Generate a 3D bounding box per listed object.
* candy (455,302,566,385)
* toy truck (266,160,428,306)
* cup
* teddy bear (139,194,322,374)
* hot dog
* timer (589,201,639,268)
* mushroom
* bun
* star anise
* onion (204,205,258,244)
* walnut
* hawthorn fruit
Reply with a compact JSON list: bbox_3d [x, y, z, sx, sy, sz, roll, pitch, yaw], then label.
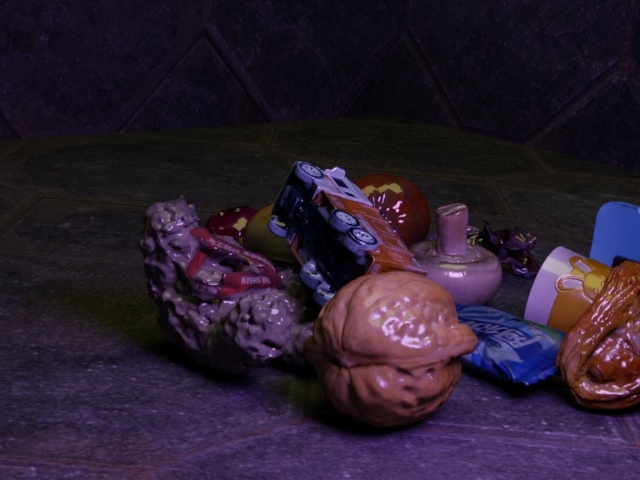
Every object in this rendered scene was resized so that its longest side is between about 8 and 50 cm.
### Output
[{"bbox_3d":[0.283,0.173,1.964,0.187,0.077,0.331,-25,28,-34],"label":"candy"},{"bbox_3d":[0.043,-0.001,1.914,0.162,0.136,0.305,11,29,-35],"label":"toy truck"},{"bbox_3d":[0.473,0.146,2.035,0.226,0.185,0.241,19,54,27],"label":"cup"},{"bbox_3d":[-0.097,0.090,1.938,0.368,0.224,0.357,-8,40,-45],"label":"teddy bear"},{"bbox_3d":[0.487,0.151,1.839,0.259,0.175,0.114,-49,11,-28],"label":"hot dog"},{"bbox_3d":[0.623,0.061,2.194,0.091,0.249,0.232,-9,21,-40],"label":"timer"},{"bbox_3d":[0.251,0.031,2.253,0.207,0.215,0.207,0,22,0],"label":"mushroom"},{"bbox_3d":[0.000,0.000,2.192,0.299,0.164,0.299,15,-12,3],"label":"bun"},{"bbox_3d":[0.357,0.017,2.531,0.212,0.129,0.283,0,6,-41],"label":"star anise"},{"bbox_3d":[-0.196,-0.009,2.403,0.198,0.135,0.173,7,12,14],"label":"onion"},{"bbox_3d":[0.106,0.157,1.716,0.257,0.224,0.257,-4,3,0],"label":"walnut"},{"bbox_3d":[0.139,-0.048,2.562,0.211,0.210,0.262,6,3,5],"label":"hawthorn fruit"}]
